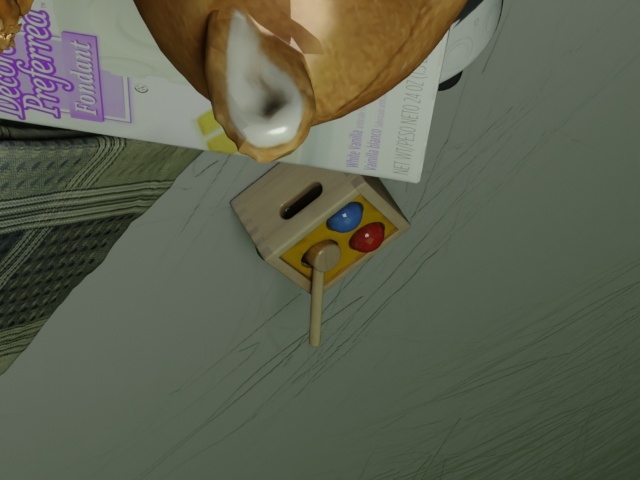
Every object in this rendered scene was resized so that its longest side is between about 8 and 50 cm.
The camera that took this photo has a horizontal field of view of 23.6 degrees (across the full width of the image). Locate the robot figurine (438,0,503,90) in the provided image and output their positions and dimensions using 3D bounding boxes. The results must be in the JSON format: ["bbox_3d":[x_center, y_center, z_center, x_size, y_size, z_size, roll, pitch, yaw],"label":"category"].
[{"bbox_3d":[0.037,-0.210,1.028,0.209,0.173,0.278,-49,155,-20],"label":"robot figurine"}]

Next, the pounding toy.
[{"bbox_3d":[0.000,0.000,1.357,0.141,0.100,0.130,-38,149,8],"label":"pounding toy"}]

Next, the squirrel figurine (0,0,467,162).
[{"bbox_3d":[-0.120,-0.193,0.649,0.397,0.281,0.370,-28,108,0],"label":"squirrel figurine"}]

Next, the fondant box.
[{"bbox_3d":[-0.085,-0.162,0.885,0.330,0.096,0.238,10,143,3],"label":"fondant box"}]

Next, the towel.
[{"bbox_3d":[-0.253,0.019,1.123,0.312,0.056,0.324,-46,168,18],"label":"towel"}]
